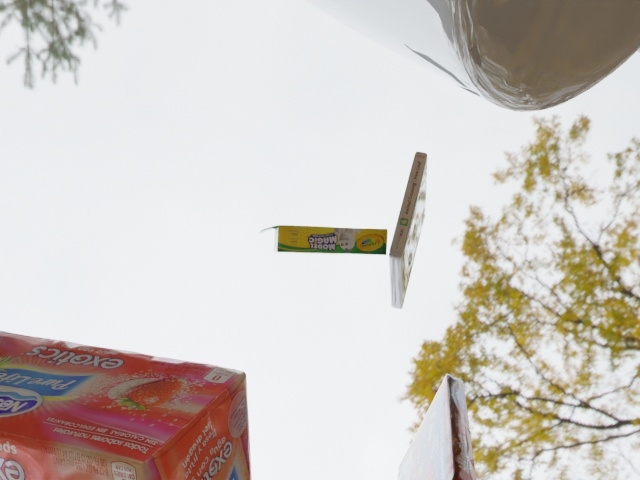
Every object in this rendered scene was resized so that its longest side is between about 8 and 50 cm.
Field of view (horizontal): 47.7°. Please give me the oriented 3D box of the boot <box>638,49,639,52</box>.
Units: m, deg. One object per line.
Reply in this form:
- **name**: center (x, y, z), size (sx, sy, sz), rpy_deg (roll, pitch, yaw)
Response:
- **boot**: center (0.308, -0.242, 0.764), size (0.246, 0.161, 0.083), rpy_deg (44, -94, 3)

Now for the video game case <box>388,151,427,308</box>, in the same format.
- **video game case**: center (0.147, -0.012, 1.210), size (0.023, 0.212, 0.193), rpy_deg (12, -115, 12)

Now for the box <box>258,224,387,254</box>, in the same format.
- **box**: center (0.000, 0.000, 1.051), size (0.179, 0.105, 0.043), rpy_deg (4, -91, -6)

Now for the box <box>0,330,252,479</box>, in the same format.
- **box**: center (-0.218, 0.180, 0.584), size (0.300, 0.154, 0.142), rpy_deg (5, -162, 22)

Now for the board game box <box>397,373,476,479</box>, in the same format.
- **board game box**: center (0.118, 0.254, 0.780), size (0.027, 0.145, 0.281), rpy_deg (24, -169, 5)

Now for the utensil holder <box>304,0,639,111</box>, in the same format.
- **utensil holder**: center (0.051, -0.302, 0.460), size (0.328, 0.327, 0.385), rpy_deg (-26, -128, -32)
